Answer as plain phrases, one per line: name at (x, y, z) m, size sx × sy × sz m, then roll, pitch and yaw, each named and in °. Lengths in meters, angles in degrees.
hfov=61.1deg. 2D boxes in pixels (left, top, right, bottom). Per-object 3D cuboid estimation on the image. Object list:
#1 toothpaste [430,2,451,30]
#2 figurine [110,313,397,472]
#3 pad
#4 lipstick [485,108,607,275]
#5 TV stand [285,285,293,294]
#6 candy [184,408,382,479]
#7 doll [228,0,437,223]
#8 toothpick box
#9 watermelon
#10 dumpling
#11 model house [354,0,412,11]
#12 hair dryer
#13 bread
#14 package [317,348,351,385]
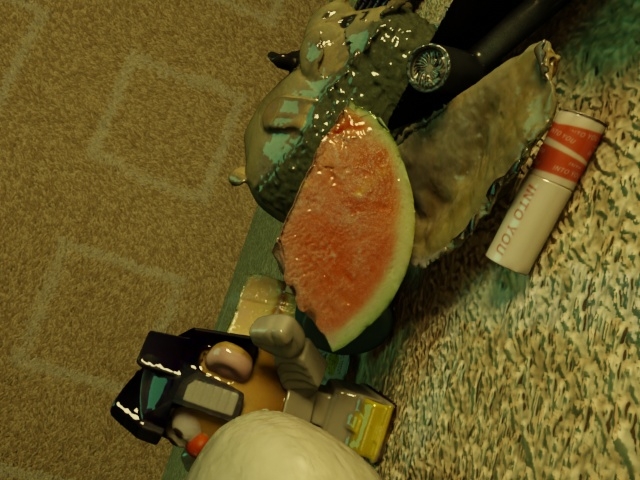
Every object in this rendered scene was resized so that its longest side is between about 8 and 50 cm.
toothpaste at (0.154, -0.240, 0.841) m, size 0.078 × 0.047 × 0.248 m, roll -105°, pitch 35°, yaw -66°
figurine at (-0.080, 0.191, 0.622) m, size 0.143 × 0.309 × 0.308 m, roll -92°, pitch 25°, yaw -70°
pad at (0.206, -0.270, 0.615) m, size 0.323 × 0.055 × 0.250 m, roll -50°, pitch -8°, yaw -37°
lipstick at (0.180, -0.038, 0.436) m, size 0.038 × 0.038 × 0.130 m, roll -114°, pitch 46°, yaw -72°
TV stand at (0.000, 0.000, 0.973) m, size 0.269 × 0.083 × 0.088 m, roll -86°, pitch 18°, yaw -62°
candy at (-0.013, 0.268, 0.410) m, size 0.295 × 0.185 × 0.295 m, roll 174°, pitch 90°, yaw -67°
doll at (0.025, -0.181, 0.769) m, size 0.349 × 0.247 × 0.247 m, roll -37°, pitch 30°, yaw 32°
toothpick box at (0.037, 0.047, 0.717) m, size 0.184 × 0.120 × 0.120 m, roll -80°, pitch 16°, yaw -49°
watermelon at (0.025, -0.014, 0.582) m, size 0.146 × 0.128 × 0.231 m, roll -141°, pitch 75°, yaw -83°
dumpling at (0.134, -0.054, 0.543) m, size 0.332 × 0.086 × 0.166 m, roll 159°, pitch 110°, yaw -72°
model house at (0.171, -0.551, 1.115) m, size 0.194 × 0.170 × 0.211 m, roll -44°, pitch 56°, yaw 47°
hair dryer at (0.188, -0.210, 0.508) m, size 0.195 × 0.050 × 0.173 m, roll -43°, pitch -13°, yaw 36°
bread at (-0.059, 0.185, 1.067) m, size 0.264 × 0.163 × 0.167 m, roll 56°, pitch -133°, yaw -67°
package at (0.019, 0.154, 0.822) m, size 0.173 × 0.027 × 0.171 m, roll -44°, pitch 28°, yaw 56°
